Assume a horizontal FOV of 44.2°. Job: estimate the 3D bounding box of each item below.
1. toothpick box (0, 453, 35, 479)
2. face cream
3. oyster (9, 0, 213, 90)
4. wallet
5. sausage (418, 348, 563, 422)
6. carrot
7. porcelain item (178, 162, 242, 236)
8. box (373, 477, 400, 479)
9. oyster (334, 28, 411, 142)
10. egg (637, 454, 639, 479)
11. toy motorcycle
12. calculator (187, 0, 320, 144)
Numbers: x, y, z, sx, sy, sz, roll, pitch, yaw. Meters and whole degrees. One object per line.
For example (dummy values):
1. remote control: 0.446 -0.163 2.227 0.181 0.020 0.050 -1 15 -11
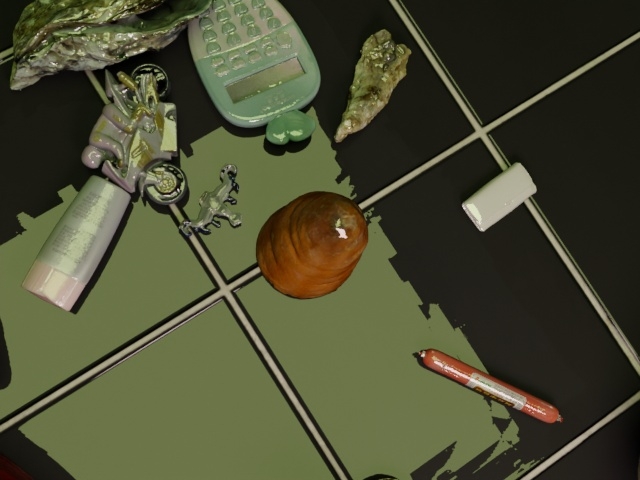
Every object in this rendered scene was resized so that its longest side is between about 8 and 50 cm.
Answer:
1. toothpick box: -0.507 0.447 1.005 0.204 0.204 0.333 40 77 1
2. face cream: -0.360 0.002 1.177 0.084 0.057 0.198 29 80 -1
3. oyster: -0.334 -0.336 1.207 0.351 0.162 0.158 -30 115 -3
4. wallet: 0.294 -0.072 1.295 0.122 0.025 0.061 -36 93 -12
5. sausage: 0.267 0.227 1.233 0.253 0.034 0.034 25 78 -2
6. carrot: 0.000 0.000 1.146 0.159 0.225 0.159 2 82 -12
7. porcelain item: -0.154 -0.049 1.231 0.075 0.021 0.136 35 77 0
8. box: 0.100 0.408 1.177 0.105 0.037 0.105 1 80 -7
9. oyster: 0.089 -0.250 1.280 0.106 0.061 0.200 10 79 -7
10. egg: 0.607 0.335 1.175 0.337 0.201 0.337 0 105 -1
11. toy motorcycle: -0.291 -0.158 1.206 0.152 0.073 0.225 -9 84 -10
12. calculator: -0.104 -0.283 1.271 0.184 0.042 0.295 -25 82 -11
